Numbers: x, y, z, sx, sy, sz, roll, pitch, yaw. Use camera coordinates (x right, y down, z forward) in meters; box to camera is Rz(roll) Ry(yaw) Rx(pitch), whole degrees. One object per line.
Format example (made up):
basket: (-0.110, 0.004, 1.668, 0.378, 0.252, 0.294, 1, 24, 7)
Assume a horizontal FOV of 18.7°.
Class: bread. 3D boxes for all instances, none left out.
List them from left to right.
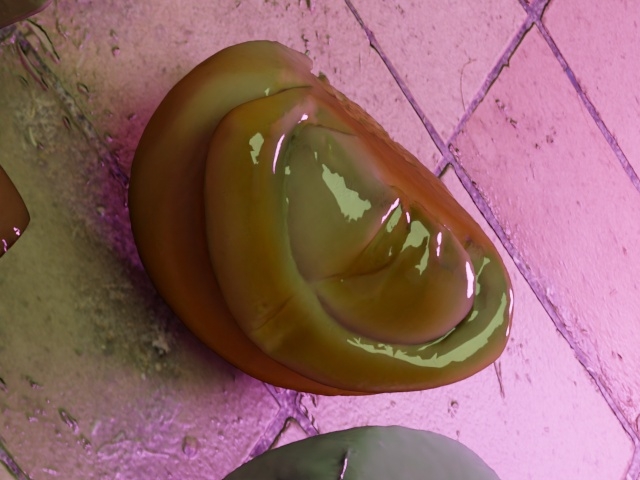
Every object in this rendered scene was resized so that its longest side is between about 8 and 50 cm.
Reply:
bread: (0.019, -0.017, 1.957, 0.424, 0.245, 0.329, 38, 64, -31)

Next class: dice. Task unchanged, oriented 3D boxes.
dice: (0.038, 0.345, 1.831, 0.268, 0.262, 0.264, 12, 52, -39)

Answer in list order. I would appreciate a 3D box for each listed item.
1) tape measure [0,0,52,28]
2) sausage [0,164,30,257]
tape measure: (-0.278, -0.269, 1.729, 0.133, 0.271, 0.231, 53, 44, -22)
sausage: (-0.375, -0.099, 1.672, 0.304, 0.121, 0.121, 54, 42, -17)
